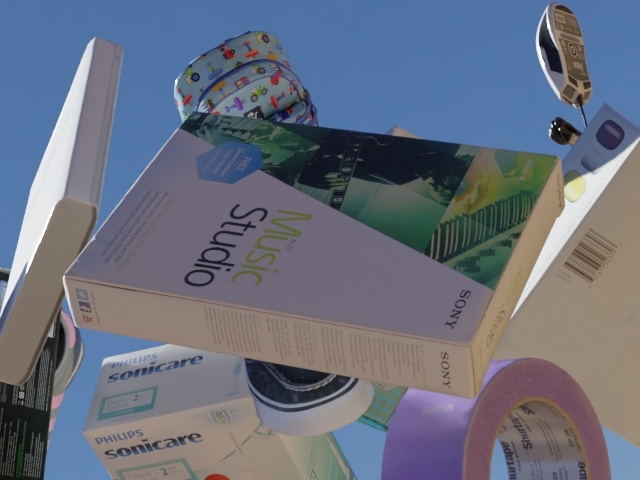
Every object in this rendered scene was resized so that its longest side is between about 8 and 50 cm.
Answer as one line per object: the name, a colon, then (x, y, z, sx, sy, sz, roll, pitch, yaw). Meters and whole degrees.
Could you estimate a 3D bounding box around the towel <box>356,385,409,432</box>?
towel: (0.071, 0.125, 2.504, 0.040, 0.370, 0.271, 36, -103, -60)

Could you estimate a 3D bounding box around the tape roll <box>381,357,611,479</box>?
tape roll: (0.136, 0.185, 1.312, 0.080, 0.189, 0.189, -8, 2, 42)

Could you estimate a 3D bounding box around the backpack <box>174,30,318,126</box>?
backpack: (-0.085, -0.154, 2.027, 0.158, 0.117, 0.173, -28, -33, -7)

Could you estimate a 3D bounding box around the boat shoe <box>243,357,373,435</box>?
boat shoe: (-0.031, 0.080, 1.617, 0.108, 0.301, 0.102, -20, -66, -3)

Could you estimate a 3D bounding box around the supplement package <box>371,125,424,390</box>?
supplement package: (0.082, 0.029, 1.979, 0.262, 0.199, 0.198, -29, 39, 61)

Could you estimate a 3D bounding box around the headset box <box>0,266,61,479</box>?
headset box: (-0.452, 0.168, 2.030, 0.283, 0.246, 0.131, -6, -17, 39)

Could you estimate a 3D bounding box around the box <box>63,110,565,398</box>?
box: (0.000, 0.000, 1.311, 0.232, 0.322, 0.058, -59, -29, -46)

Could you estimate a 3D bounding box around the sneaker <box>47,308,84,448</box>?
sneaker: (-0.414, 0.230, 2.350, 0.131, 0.112, 0.319, 90, -167, -63)

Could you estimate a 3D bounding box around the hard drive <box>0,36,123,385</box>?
hard drive: (-0.277, -0.040, 1.841, 0.047, 0.353, 0.233, 20, -61, -13)

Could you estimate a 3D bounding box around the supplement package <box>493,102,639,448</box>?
supplement package: (0.303, 0.034, 1.722, 0.262, 0.204, 0.145, -56, 14, 10)

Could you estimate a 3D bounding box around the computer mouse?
computer mouse: (0.292, -0.191, 2.066, 0.042, 0.193, 0.106, -22, -20, 38)

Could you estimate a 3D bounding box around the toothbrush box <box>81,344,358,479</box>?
toothbrush box: (-0.104, 0.254, 1.978, 0.216, 0.126, 0.295, -12, -54, 18)
